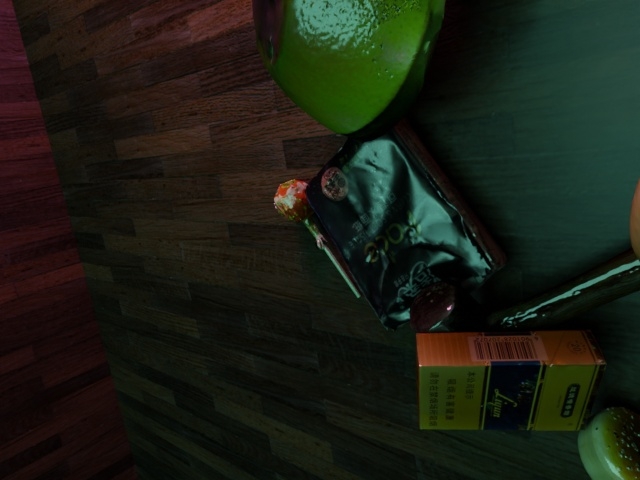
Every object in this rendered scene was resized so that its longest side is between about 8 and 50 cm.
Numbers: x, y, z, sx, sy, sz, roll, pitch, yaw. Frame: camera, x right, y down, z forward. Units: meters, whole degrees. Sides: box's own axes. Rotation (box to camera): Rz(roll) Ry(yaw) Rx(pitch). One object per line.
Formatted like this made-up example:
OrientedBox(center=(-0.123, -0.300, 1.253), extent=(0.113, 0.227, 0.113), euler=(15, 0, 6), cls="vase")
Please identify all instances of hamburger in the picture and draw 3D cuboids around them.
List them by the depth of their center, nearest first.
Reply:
OrientedBox(center=(0.440, 0.306, 0.721), extent=(0.141, 0.127, 0.081), euler=(59, 145, 15), cls="hamburger")

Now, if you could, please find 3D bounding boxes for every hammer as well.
OrientedBox(center=(0.350, 0.084, 0.722), extent=(0.242, 0.095, 0.409), euler=(40, 123, -22), cls="hammer")

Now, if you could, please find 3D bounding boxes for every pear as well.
OrientedBox(center=(0.001, -0.349, 0.739), extent=(0.399, 0.165, 0.398), euler=(177, 90, -68), cls="pear")

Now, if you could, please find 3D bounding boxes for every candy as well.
OrientedBox(center=(-0.001, 0.001, 1.069), extent=(0.084, 0.078, 0.287), euler=(-33, 90, 42), cls="candy")

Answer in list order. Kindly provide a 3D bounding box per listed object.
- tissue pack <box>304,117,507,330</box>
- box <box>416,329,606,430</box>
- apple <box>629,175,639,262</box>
OrientedBox(center=(0.132, -0.031, 0.881), extent=(0.245, 0.123, 0.332), euler=(-42, 76, 44), cls="tissue pack")
OrientedBox(center=(0.257, 0.201, 0.726), extent=(0.237, 0.070, 0.152), euler=(-1, 127, 9), cls="box")
OrientedBox(center=(0.464, -0.058, 0.417), extent=(0.357, 0.357, 0.357), euler=(17, 117, 38), cls="apple")
